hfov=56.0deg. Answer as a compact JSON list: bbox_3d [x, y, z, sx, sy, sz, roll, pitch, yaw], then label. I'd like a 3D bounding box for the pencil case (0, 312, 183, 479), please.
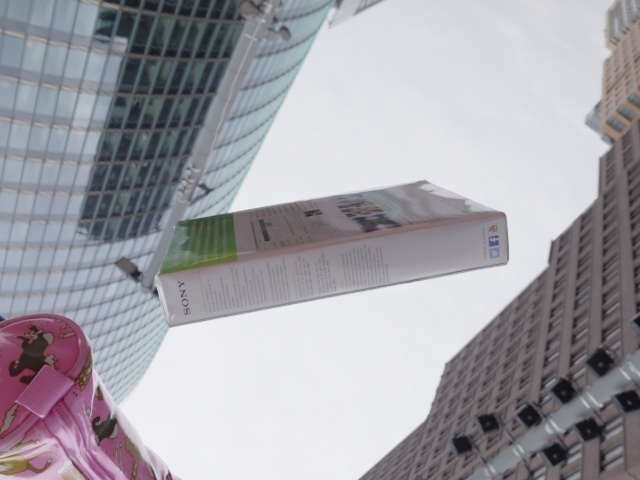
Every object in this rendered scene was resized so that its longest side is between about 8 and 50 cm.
[{"bbox_3d":[-0.262,0.252,0.673,0.167,0.386,0.160,-12,-140,3],"label":"pencil case"}]

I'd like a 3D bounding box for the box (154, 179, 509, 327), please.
[{"bbox_3d":[0.000,0.000,0.642,0.321,0.059,0.232,-9,-165,-7],"label":"box"}]

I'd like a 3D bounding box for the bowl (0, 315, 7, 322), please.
[{"bbox_3d":[-0.480,0.229,0.833,0.391,0.077,0.391,50,178,2],"label":"bowl"}]
